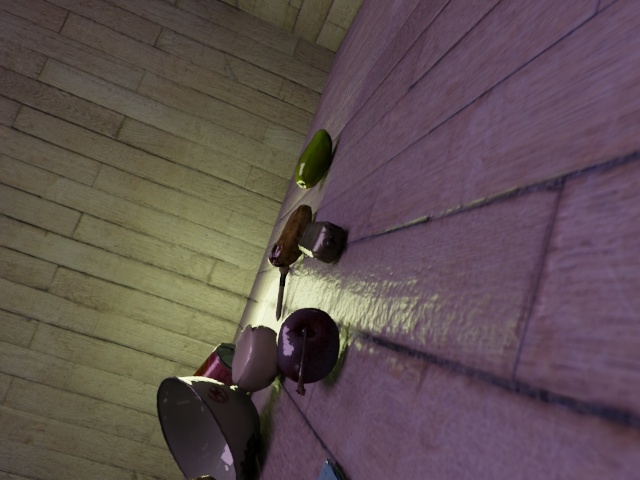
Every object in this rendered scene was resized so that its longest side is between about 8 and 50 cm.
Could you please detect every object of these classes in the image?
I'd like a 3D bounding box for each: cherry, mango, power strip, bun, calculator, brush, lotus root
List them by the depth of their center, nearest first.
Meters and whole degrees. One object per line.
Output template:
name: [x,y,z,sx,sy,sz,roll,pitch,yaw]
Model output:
calculator: [0.021,0.320,0.568,0.172,0.018,0.057,163,126,-77]
cherry: [-0.029,0.207,0.801,0.148,0.115,0.188,-37,34,36]
power strip: [0.000,0.000,1.207,0.387,0.066,0.092,-161,93,-82]
bun: [-0.151,0.306,1.222,0.173,0.120,0.173,-161,90,-73]
lotus root: [-0.088,-0.013,1.604,0.110,0.097,0.258,-32,31,62]
brush: [-0.133,0.174,1.655,0.299,0.042,0.039,-91,25,-56]
mango: [-0.019,-0.297,1.750,0.233,0.111,0.125,-70,14,-9]

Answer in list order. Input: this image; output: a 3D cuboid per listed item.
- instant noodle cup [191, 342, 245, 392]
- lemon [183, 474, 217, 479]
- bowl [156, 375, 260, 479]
instant noodle cup: [-0.341,0.495,1.624,0.255,0.244,0.244,-58,13,14]
lemon: [-0.204,0.504,0.707,0.258,0.258,0.310,-149,77,-80]
bowl: [-0.256,0.467,1.195,0.157,0.337,0.337,-20,-32,-44]
